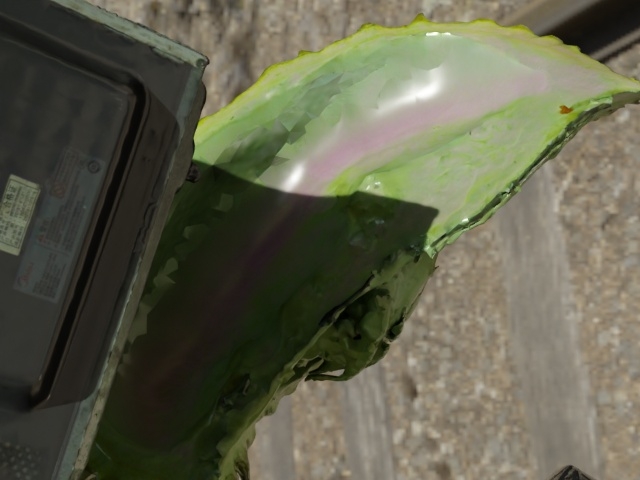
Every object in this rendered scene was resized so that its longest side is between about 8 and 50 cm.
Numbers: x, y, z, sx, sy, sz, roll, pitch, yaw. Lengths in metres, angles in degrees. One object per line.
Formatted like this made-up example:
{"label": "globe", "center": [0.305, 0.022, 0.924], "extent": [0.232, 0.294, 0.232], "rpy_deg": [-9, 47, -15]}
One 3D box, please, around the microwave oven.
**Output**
{"label": "microwave oven", "center": [-0.139, 0.014, 0.466], "extent": [0.163, 0.129, 0.205], "rpy_deg": [3, 73, 60]}

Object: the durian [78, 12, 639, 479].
{"label": "durian", "center": [-0.007, 0.003, 0.643], "extent": [0.157, 0.355, 0.169], "rpy_deg": [50, 164, -18]}

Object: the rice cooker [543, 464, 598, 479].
{"label": "rice cooker", "center": [0.145, 0.196, 0.705], "extent": [0.106, 0.112, 0.165], "rpy_deg": [31, 163, 18]}
